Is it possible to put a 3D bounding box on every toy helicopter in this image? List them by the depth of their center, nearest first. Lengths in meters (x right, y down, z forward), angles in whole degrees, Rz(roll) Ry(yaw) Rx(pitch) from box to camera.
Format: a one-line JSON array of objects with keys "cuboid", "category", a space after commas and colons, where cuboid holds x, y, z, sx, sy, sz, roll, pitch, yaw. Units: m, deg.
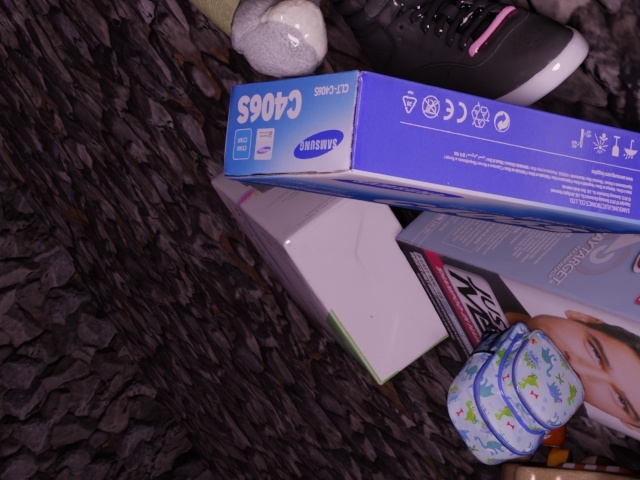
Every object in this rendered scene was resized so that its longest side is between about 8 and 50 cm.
[{"cuboid": [0.318, 0.260, 1.583, 0.235, 0.140, 0.355, 8, 174, -10], "category": "toy helicopter"}]

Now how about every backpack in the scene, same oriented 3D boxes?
[{"cuboid": [0.176, 0.141, 1.403, 0.084, 0.114, 0.105, -24, 106, 49], "category": "backpack"}]

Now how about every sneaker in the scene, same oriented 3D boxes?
[{"cuboid": [0.097, -0.187, 1.287, 0.147, 0.104, 0.296, 51, 166, -24], "category": "sneaker"}]

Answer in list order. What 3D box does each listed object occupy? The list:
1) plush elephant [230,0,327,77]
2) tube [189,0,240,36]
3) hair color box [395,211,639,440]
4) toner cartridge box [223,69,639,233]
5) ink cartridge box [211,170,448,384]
[{"cuboid": [-0.048, -0.323, 1.141, 0.272, 0.330, 0.255, 26, 136, 12], "category": "plush elephant"}, {"cuboid": [-0.105, -0.264, 1.663, 0.240, 0.062, 0.070, 40, 117, 35], "category": "tube"}, {"cuboid": [0.253, 0.070, 1.448, 0.374, 0.113, 0.185, 19, 146, 53], "category": "hair color box"}, {"cuboid": [0.115, -0.061, 1.191, 0.348, 0.075, 0.165, 8, 175, -35], "category": "toner cartridge box"}, {"cuboid": [0.000, 0.000, 1.738, 0.207, 0.119, 0.353, 56, 173, -24], "category": "ink cartridge box"}]
